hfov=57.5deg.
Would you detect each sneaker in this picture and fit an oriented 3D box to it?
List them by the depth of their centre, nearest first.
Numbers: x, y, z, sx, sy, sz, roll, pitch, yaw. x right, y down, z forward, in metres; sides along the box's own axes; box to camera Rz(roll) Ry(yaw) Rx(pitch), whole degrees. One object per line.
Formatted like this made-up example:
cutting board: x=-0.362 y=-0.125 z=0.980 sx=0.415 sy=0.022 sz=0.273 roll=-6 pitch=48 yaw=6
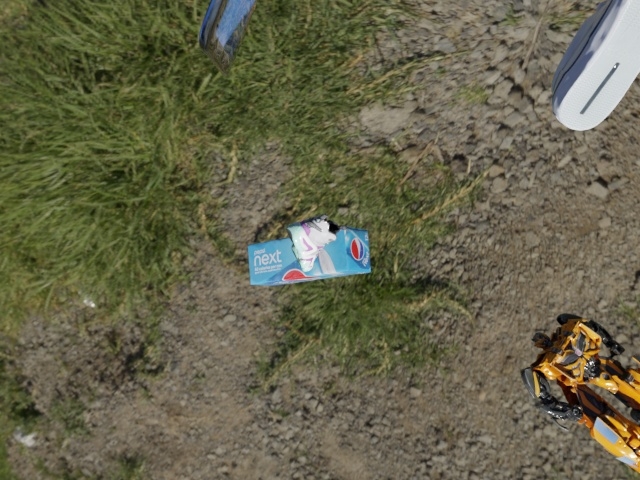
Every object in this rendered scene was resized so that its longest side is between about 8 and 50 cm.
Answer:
sneaker: x=0.342 y=-0.249 z=0.649 sx=0.094 sy=0.091 sz=0.258 roll=20 pitch=130 yaw=-17
sneaker: x=0.000 y=0.000 z=0.699 sx=0.069 sy=0.098 sz=0.038 roll=-25 pitch=67 yaw=-7

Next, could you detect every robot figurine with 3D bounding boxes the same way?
robot figurine: x=0.496 y=0.257 z=1.013 sx=0.291 sy=0.211 sz=0.085 roll=40 pitch=156 yaw=8

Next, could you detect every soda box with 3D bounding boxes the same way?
soda box: x=-0.022 y=0.029 z=0.965 sx=0.210 sy=0.067 sz=0.071 roll=-11 pitch=79 yaw=38

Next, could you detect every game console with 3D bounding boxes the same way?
game console: x=-0.014 y=-0.305 z=0.674 sx=0.250 sy=0.293 sz=0.174 roll=-8 pitch=102 yaw=-3
